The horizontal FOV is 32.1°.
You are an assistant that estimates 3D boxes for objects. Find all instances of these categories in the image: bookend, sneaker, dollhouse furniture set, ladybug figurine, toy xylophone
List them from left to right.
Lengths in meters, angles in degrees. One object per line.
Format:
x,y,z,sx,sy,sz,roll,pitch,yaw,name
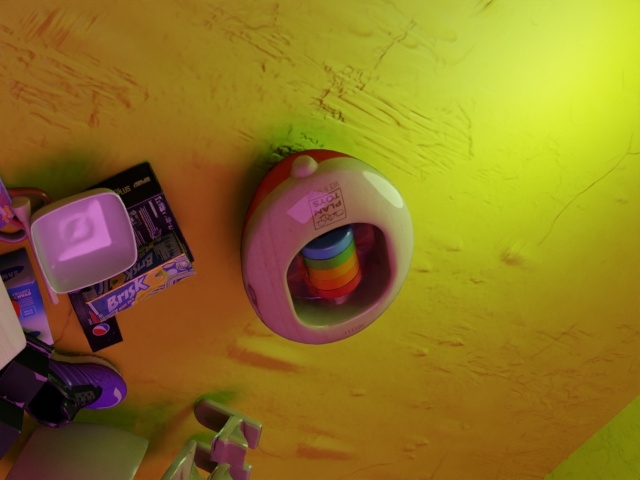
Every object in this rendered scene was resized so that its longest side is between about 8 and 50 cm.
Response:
-0.492,0.073,1.570,0.236,0.081,0.323,-40,137,-44,toy xylophone
-0.480,0.242,1.689,0.072,0.157,0.156,34,104,-22,bookend
-0.439,0.264,1.897,0.102,0.146,0.293,-44,140,15,sneaker
-0.328,0.541,2.166,0.362,0.256,0.394,-54,163,-49,dollhouse furniture set
0.000,0.000,1.884,0.305,0.162,0.449,-22,142,-11,ladybug figurine

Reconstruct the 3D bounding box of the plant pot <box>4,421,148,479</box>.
-0.466,0.442,2.016,0.191,0.284,0.284,30,119,-7,plant pot

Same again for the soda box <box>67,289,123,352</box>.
-0.377,0.111,1.845,0.060,0.053,0.169,-21,140,-12,soda box

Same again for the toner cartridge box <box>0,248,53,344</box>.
-0.601,0.140,1.712,0.347,0.075,0.165,-18,142,-16,toner cartridge box

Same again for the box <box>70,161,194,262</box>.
-0.297,-0.014,1.740,0.147,0.077,0.180,-26,142,-6,box

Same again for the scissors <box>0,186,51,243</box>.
-0.506,-0.077,1.578,0.109,0.021,0.297,-39,143,13,scissors

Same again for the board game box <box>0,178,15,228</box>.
-0.510,-0.046,1.575,0.133,0.033,0.169,-14,140,-4,board game box

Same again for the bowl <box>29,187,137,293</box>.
-0.346,-0.007,1.609,0.142,0.053,0.142,-21,126,-17,bowl

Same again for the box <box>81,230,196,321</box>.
-0.284,0.056,1.718,0.169,0.054,0.059,-27,141,-3,box
